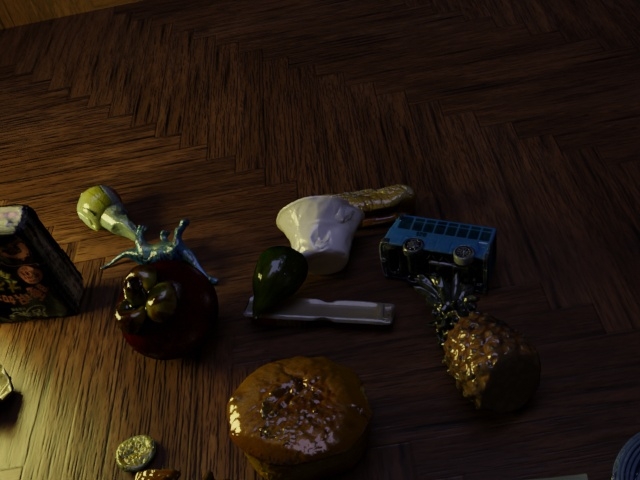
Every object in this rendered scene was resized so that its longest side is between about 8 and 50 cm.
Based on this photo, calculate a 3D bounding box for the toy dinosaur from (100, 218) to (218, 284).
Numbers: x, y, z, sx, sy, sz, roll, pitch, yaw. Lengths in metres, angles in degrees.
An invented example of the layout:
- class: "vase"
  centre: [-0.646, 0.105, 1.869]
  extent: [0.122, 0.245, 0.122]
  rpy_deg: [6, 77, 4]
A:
- class: "toy dinosaur"
  centre: [-0.376, 0.020, 1.901]
  extent: [0.329, 0.076, 0.144]
  rpy_deg: [7, 77, 20]

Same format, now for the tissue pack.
- class: "tissue pack"
  centre: [-0.701, 0.054, 1.762]
  extent: [0.245, 0.332, 0.123]
  rpy_deg: [-5, 51, 8]

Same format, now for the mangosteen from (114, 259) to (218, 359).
- class: "mangosteen"
  centre: [-0.327, 0.135, 1.630]
  extent: [0.215, 0.257, 0.215]
  rpy_deg: [-4, 70, 10]

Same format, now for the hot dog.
- class: "hot dog"
  centre: [0.107, -0.075, 1.873]
  extent: [0.242, 0.084, 0.073]
  rpy_deg: [-6, 41, 7]

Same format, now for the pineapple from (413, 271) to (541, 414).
- class: "pineapple"
  centre: [0.277, 0.178, 1.514]
  extent: [0.169, 0.169, 0.340]
  rpy_deg: [-23, 34, -10]

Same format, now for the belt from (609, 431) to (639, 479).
- class: "belt"
  centre: [0.540, 0.385, 1.254]
  extent: [0.190, 0.082, 0.141]
  rpy_deg: [-38, 50, -26]

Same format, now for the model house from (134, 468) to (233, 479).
- class: "model house"
  centre: [-0.268, 0.467, 1.284]
  extent: [0.229, 0.219, 0.199]
  rpy_deg: [4, 58, 2]

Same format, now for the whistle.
- class: "whistle"
  centre: [-0.532, -0.070, 2.024]
  extent: [0.223, 0.123, 0.123]
  rpy_deg: [30, 56, 22]

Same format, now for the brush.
- class: "brush"
  centre: [-0.003, 0.158, 1.676]
  extent: [0.321, 0.050, 0.060]
  rpy_deg: [1, 41, 14]

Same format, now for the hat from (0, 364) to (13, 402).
- class: "hat"
  centre: [-0.748, 0.327, 1.683]
  extent: [0.175, 0.085, 0.147]
  rpy_deg: [-37, 53, 8]

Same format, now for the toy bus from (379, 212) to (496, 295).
- class: "toy bus"
  centre: [0.256, 0.025, 1.702]
  extent: [0.234, 0.116, 0.133]
  rpy_deg: [10, 46, 21]

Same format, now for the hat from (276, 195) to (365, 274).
- class: "hat"
  centre: [0.000, 0.000, 1.775]
  extent: [0.203, 0.203, 0.126]
  rpy_deg: [-6, 61, 9]

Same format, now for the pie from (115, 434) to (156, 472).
- class: "pie"
  centre: [-0.353, 0.408, 1.512]
  extent: [0.084, 0.021, 0.084]
  rpy_deg: [-8, 38, 6]

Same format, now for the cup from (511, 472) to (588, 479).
- class: "cup"
  centre: [0.368, 0.439, 1.235]
  extent: [0.129, 0.095, 0.128]
  rpy_deg: [-7, 44, 12]

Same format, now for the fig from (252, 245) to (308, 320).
- class: "fig"
  centre: [-0.101, 0.088, 1.668]
  extent: [0.117, 0.117, 0.177]
  rpy_deg: [15, 52, 29]

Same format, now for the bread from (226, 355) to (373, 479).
- class: "bread"
  centre: [-0.033, 0.322, 1.434]
  extent: [0.268, 0.146, 0.268]
  rpy_deg: [-5, 40, 4]
